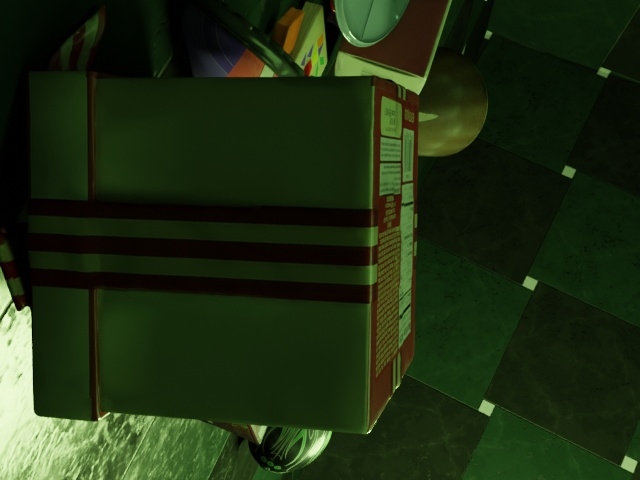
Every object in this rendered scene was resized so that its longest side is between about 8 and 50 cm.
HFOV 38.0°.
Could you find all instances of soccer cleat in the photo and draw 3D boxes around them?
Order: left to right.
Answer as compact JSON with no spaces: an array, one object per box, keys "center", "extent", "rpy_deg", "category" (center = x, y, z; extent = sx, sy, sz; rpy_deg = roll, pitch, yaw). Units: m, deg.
[{"center":[-0.073,-0.121,0.883],"extent":[0.116,0.108,0.318],"rpy_deg":[-46,163,-3],"category":"soccer cleat"}]

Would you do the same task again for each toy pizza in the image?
[{"center":[0.065,-0.339,1.137],"extent":[0.201,0.032,0.201],"rpy_deg":[-41,142,-43],"category":"toy pizza"}]

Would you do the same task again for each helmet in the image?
[{"center":[-0.054,0.354,1.788],"extent":[0.161,0.169,0.169],"rpy_deg":[-56,-178,41],"category":"helmet"}]

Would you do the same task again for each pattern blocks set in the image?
[{"center":[-0.034,-0.194,1.146],"extent":[0.285,0.026,0.324],"rpy_deg":[91,22,-63],"category":"pattern blocks set"}]

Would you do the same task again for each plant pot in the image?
[{"center":[0.167,-0.247,1.723],"extent":[0.230,0.215,0.215],"rpy_deg":[-22,134,-57],"category":"plant pot"}]

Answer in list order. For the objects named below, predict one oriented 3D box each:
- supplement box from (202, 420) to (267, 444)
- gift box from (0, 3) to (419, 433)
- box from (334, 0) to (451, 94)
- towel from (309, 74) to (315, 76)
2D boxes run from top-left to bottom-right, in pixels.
[{"center":[-0.122,0.210,1.276],"extent":[0.188,0.104,0.080],"rpy_deg":[87,25,-68],"category":"supplement box"},{"center":[-0.067,-0.023,0.680],"extent":[0.255,0.258,0.276],"rpy_deg":[-3,94,-77],"category":"gift box"},{"center":[0.114,-0.330,1.300],"extent":[0.148,0.127,0.232],"rpy_deg":[103,5,-84],"category":"box"},{"center":[-0.026,-0.109,1.228],"extent":[0.237,0.021,0.102],"rpy_deg":[91,21,-63],"category":"towel"}]
